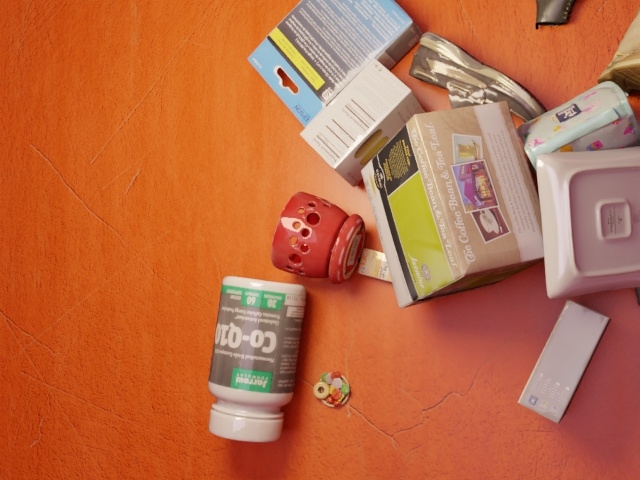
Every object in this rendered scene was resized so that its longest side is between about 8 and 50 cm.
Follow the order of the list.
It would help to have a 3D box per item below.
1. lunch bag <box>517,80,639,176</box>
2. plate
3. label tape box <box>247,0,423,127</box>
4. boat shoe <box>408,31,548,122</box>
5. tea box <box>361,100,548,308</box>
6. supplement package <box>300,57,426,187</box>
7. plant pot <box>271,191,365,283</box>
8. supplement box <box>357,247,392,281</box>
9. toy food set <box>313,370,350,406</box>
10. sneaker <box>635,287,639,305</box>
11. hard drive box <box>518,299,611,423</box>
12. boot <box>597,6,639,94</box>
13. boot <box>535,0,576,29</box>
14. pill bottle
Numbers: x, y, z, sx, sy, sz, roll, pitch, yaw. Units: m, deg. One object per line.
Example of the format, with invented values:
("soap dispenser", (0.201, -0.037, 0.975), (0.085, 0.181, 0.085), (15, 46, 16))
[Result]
("lunch bag", (0.530, -0.207, 1.684), (0.223, 0.262, 0.160), (-26, 76, 17))
("plate", (0.551, -0.038, 1.576), (0.277, 0.045, 0.277), (-6, 91, -19))
("label tape box", (0.033, -0.465, 1.980), (0.347, 0.115, 0.249), (-44, 71, 14))
("boat shoe", (0.348, -0.334, 1.851), (0.355, 0.132, 0.130), (40, 109, 28))
("tea box", (0.270, -0.065, 1.706), (0.219, 0.323, 0.329), (-11, 79, -19))
("supplement package", (0.100, -0.267, 1.900), (0.244, 0.139, 0.134), (-46, 63, 5))
("plant pot", (0.000, 0.000, 1.901), (0.174, 0.191, 0.191), (19, 91, 19))
("supplement box", (0.142, 0.059, 1.922), (0.098, 0.036, 0.062), (14, 90, 21))
("toy food set", (0.029, 0.350, 1.942), (0.083, 0.020, 0.083), (39, 98, 20))
("sneaker", (0.600, 0.005, 1.713), (0.178, 0.123, 0.296), (-8, 93, 30))
("hard drive box", (0.503, 0.244, 1.690), (0.089, 0.181, 0.232), (25, 94, 21))
("boot", (0.671, -0.403, 1.661), (0.095, 0.262, 0.203), (30, 93, 0))
("boot", (0.567, -0.540, 1.813), (0.197, 0.077, 0.137), (1, 89, 34))
("pill bottle", (-0.152, 0.271, 1.921), (0.204, 0.204, 0.361), (6, 87, 21))
